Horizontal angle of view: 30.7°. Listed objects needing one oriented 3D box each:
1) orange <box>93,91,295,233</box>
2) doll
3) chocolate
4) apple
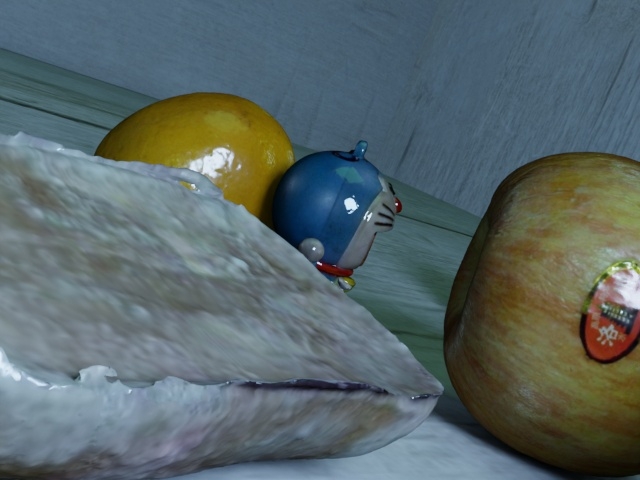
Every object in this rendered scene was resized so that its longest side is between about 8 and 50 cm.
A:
[{"bbox_3d":[-0.092,-0.035,0.869,0.136,0.159,0.159,65,18,9],"label":"orange"},{"bbox_3d":[0.000,0.000,0.812,0.085,0.152,0.114,24,5,0],"label":"doll"},{"bbox_3d":[-0.088,0.036,0.498,0.185,0.100,0.303,39,18,33],"label":"chocolate"},{"bbox_3d":[0.182,0.048,0.769,0.188,0.211,0.211,18,7,4],"label":"apple"}]
